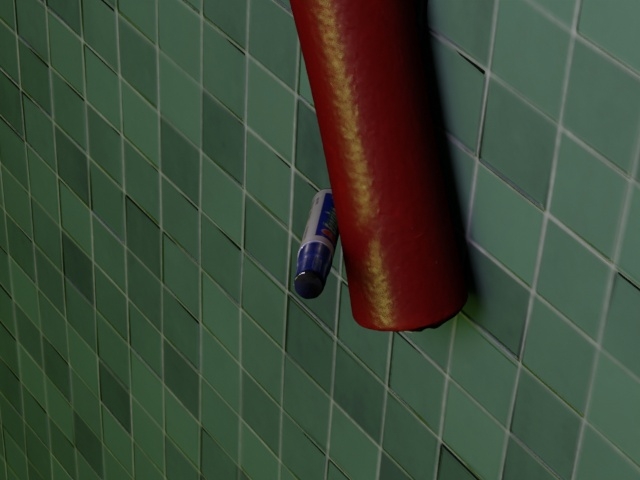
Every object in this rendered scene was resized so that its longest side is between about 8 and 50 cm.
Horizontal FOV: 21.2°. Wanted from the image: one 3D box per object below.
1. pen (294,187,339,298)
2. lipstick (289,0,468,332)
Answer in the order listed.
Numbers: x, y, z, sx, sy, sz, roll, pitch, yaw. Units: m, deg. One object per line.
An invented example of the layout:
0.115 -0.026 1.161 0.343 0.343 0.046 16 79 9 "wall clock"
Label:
0.000 0.000 1.110 0.204 0.025 0.025 -77 -28 -75 "pen"
0.037 -0.061 1.067 0.080 0.080 0.241 18 126 54 "lipstick"
